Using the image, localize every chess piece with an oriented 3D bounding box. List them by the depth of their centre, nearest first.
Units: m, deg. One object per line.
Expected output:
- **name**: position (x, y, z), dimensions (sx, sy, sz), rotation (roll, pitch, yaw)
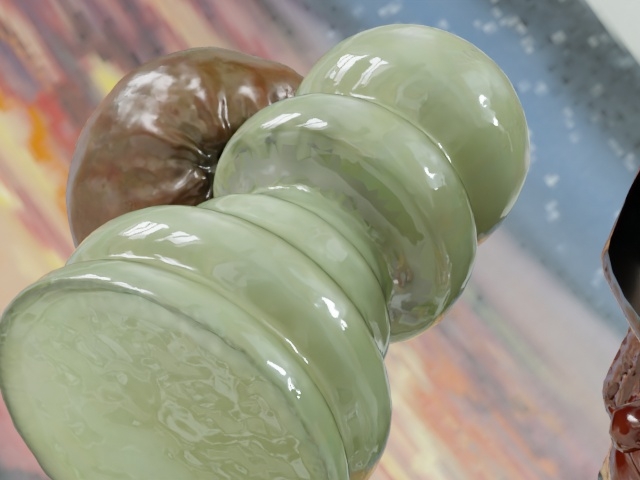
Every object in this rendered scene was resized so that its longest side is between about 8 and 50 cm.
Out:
- **chess piece**: position (0.000, 0.000, 0.718), dimensions (0.144, 0.251, 0.144), rotation (19, -46, 21)

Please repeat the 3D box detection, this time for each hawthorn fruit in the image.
- **hawthorn fruit**: position (-0.062, -0.004, 0.887), dimensions (0.149, 0.149, 0.189), rotation (47, -42, 16)

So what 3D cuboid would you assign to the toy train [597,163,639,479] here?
- **toy train**: position (0.229, 0.038, 0.762), dimensions (0.369, 0.231, 0.163), rotation (106, -32, -44)
